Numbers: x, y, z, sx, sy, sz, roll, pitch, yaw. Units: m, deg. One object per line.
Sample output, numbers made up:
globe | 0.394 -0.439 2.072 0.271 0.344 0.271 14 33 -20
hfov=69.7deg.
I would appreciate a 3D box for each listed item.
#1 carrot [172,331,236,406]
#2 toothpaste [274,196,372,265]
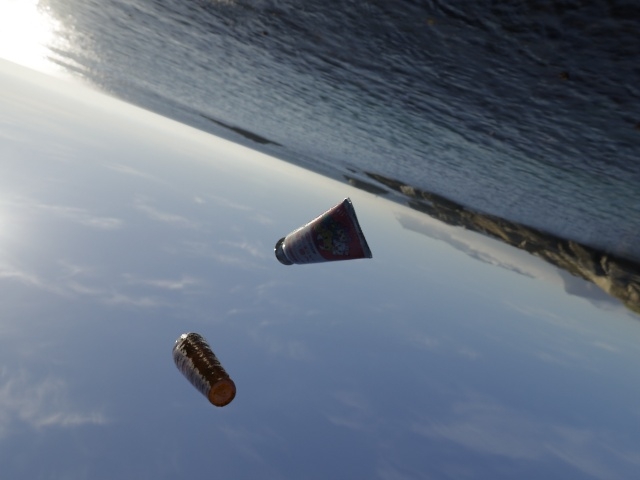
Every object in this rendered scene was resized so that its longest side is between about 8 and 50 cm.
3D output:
carrot | -0.088 0.093 0.340 0.032 0.032 0.093 16 -179 -31
toothpaste | 0.000 0.000 0.717 0.057 0.089 0.234 -24 -177 -32
